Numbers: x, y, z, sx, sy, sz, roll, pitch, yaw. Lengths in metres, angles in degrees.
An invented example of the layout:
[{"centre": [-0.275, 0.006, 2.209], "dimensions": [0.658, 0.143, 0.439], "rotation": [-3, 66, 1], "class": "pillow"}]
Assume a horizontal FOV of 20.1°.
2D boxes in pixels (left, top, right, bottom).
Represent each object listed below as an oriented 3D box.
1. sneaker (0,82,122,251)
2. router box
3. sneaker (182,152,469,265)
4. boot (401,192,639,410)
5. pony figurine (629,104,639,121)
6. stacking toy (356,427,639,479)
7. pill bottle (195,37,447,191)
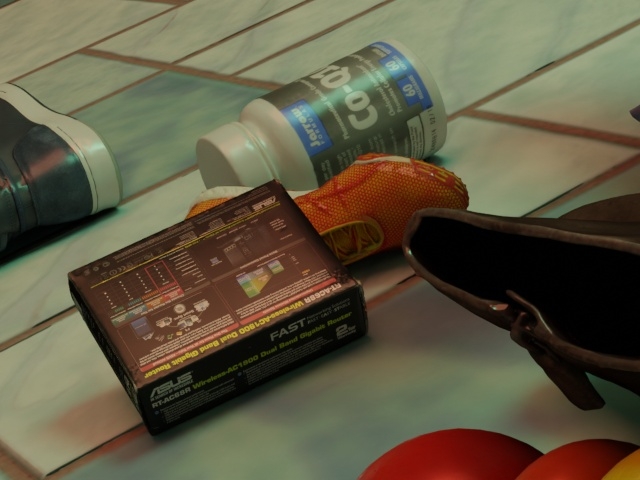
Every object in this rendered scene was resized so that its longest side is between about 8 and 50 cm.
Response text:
[{"centre": [-0.258, -0.040, 1.259], "dimensions": [0.163, 0.086, 0.226], "rotation": [-26, 21, -24], "class": "sneaker"}, {"centre": [-0.051, 0.031, 0.890], "dimensions": [0.122, 0.038, 0.092], "rotation": [-25, 46, -13], "class": "router box"}, {"centre": [0.000, 0.000, 0.970], "dimensions": [0.175, 0.064, 0.067], "rotation": [-14, 42, 28], "class": "sneaker"}, {"centre": [0.107, 0.011, 0.624], "dimensions": [0.207, 0.090, 0.248], "rotation": [17, 2, -37], "class": "boot"}, {"centre": [0.195, -0.211, 0.864], "dimensions": [0.351, 0.363, 0.303], "rotation": [-1, 27, 42], "class": "pony figurine"}, {"centre": [0.118, 0.097, 0.476], "dimensions": [0.141, 0.141, 0.330], "rotation": [-34, 20, -34], "class": "stacking toy"}, {"centre": [0.000, -0.060, 1.076], "dimensions": [0.137, 0.078, 0.078], "rotation": [-28, 21, -21], "class": "pill bottle"}]
